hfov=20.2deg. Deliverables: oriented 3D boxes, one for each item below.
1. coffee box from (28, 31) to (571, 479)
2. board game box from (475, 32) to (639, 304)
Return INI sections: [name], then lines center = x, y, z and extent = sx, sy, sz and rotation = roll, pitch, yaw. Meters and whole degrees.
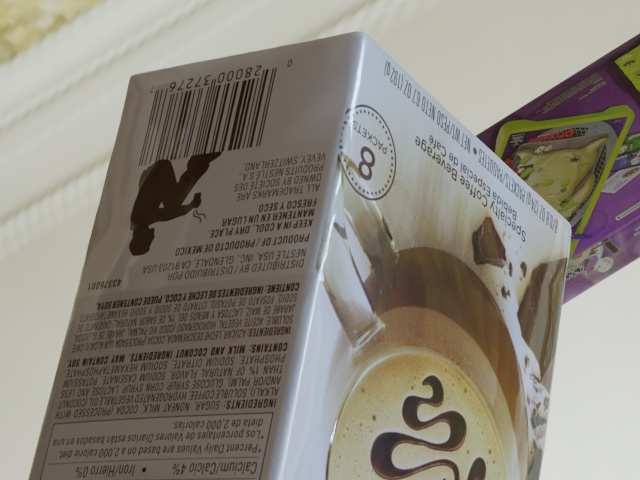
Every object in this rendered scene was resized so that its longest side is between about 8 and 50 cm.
[coffee box]
center = -0.010, 0.098, 0.660
extent = 0.119, 0.168, 0.297
rotation = -7, -119, 35
[board game box]
center = 0.240, -0.064, 1.545
extent = 0.347, 0.056, 0.208
rotation = -32, -146, 5
